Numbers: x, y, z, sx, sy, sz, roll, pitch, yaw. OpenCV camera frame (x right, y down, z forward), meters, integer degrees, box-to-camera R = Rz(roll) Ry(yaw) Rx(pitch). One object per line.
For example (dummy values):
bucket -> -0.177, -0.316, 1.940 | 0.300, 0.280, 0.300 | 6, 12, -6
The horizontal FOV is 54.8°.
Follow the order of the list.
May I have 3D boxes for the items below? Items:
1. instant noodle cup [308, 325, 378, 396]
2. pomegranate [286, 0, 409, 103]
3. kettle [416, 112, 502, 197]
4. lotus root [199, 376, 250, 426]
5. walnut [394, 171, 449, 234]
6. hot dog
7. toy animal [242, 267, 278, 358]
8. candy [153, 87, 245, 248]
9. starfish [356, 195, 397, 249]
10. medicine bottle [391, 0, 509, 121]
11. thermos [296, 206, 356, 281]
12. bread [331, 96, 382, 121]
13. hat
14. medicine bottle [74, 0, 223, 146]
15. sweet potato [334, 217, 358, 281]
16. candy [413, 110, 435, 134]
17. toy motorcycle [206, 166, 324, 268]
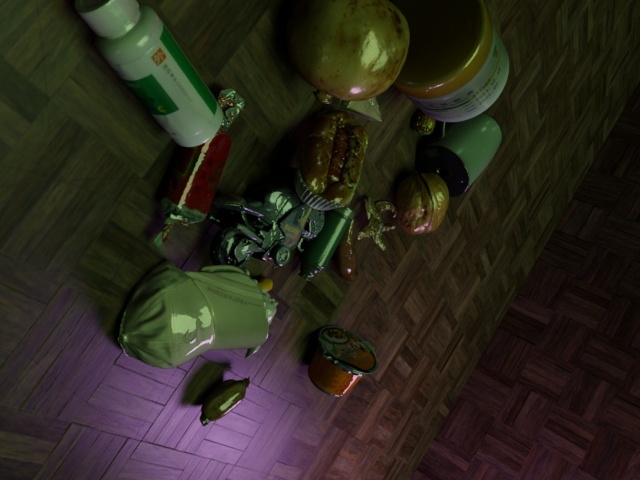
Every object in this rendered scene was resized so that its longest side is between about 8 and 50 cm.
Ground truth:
instant noodle cup -> 0.046, 0.330, 1.628 | 0.208, 0.177, 0.125 | 13, 117, -37
pomegranate -> 0.043, -0.345, 1.092 | 0.215, 0.215, 0.215 | -35, 139, -38
kettle -> 0.381, -0.272, 1.691 | 0.236, 0.161, 0.221 | -43, 112, -31
lotus root -> -0.207, 0.343, 1.348 | 0.152, 0.063, 0.072 | -36, 158, -36
walnut -> 0.271, -0.104, 1.647 | 0.144, 0.144, 0.180 | -38, 137, -35
hot dog -> 0.021, -0.165, 1.211 | 0.144, 0.075, 0.268 | 35, 46, -19
toy animal -> -0.147, 0.144, 1.288 | 0.127, 0.131, 0.182 | -27, 136, 2
candy -> -0.203, -0.116, 1.019 | 0.086, 0.059, 0.292 | 17, 98, -57
starfish -> 0.136, -0.045, 1.564 | 0.209, 0.053, 0.150 | -41, 116, -56
medicine bottle -> 0.266, -0.398, 1.326 | 0.232, 0.238, 0.238 | 19, 97, -59
thermos -> 0.004, 0.002, 1.397 | 0.188, 0.073, 0.083 | -62, 150, -1
bread -> 0.081, -0.313, 1.274 | 0.152, 0.077, 0.105 | 3, 111, -58
hat -> -0.214, 0.160, 1.085 | 0.164, 0.226, 0.219 | -54, 152, -56
medicine bottle -> -0.230, -0.240, 0.855 | 0.095, 0.095, 0.260 | -54, 148, -15
sweet potato -> 0.064, 0.040, 1.532 | 0.255, 0.058, 0.078 | 79, 26, -50
candy -> 0.286, -0.367, 1.573 | 0.060, 0.060, 0.201 | 16, 91, -58
toy motorcycle -> -0.094, -0.049, 1.195 | 0.307, 0.108, 0.173 | -23, 122, -46
